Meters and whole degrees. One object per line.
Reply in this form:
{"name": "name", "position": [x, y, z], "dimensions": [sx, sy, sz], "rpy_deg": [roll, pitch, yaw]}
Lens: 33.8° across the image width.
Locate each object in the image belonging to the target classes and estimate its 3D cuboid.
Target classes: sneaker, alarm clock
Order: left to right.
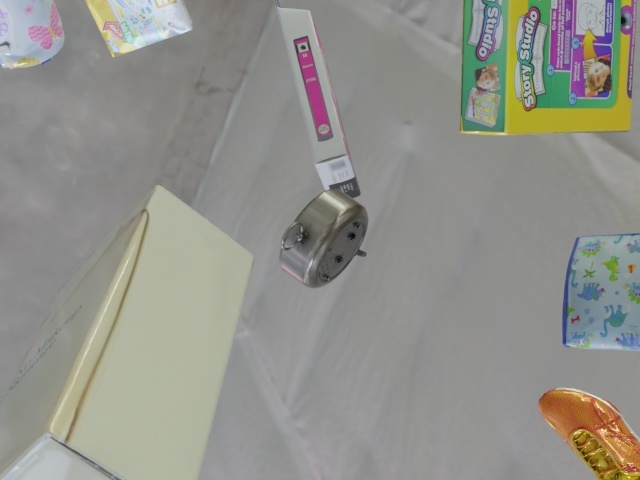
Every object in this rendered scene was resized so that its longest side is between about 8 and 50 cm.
{"name": "alarm clock", "position": [0.000, 0.000, 1.356], "dimensions": [0.064, 0.192, 0.129], "rpy_deg": [36, -77, 25]}
{"name": "sneaker", "position": [0.296, 0.217, 1.077], "dimensions": [0.064, 0.175, 0.067], "rpy_deg": [-55, 170, 28]}

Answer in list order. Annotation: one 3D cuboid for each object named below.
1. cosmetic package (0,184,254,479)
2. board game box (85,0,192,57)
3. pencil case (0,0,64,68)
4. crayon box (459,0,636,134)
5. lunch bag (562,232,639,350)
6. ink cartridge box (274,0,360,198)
{"name": "cosmetic package", "position": [-0.156, 0.109, 0.783], "dimensions": [0.160, 0.113, 0.309], "rpy_deg": [-43, -160, 25]}
{"name": "board game box", "position": [-0.225, -0.299, 1.221], "dimensions": [0.026, 0.103, 0.154], "rpy_deg": [-103, 172, -53]}
{"name": "pencil case", "position": [-0.477, -0.383, 1.572], "dimensions": [0.113, 0.124, 0.273], "rpy_deg": [46, -20, 30]}
{"name": "crayon box", "position": [0.364, -0.350, 1.661], "dimensions": [0.106, 0.313, 0.363], "rpy_deg": [10, -78, 51]}
{"name": "lunch bag", "position": [0.387, 0.066, 1.356], "dimensions": [0.128, 0.096, 0.151], "rpy_deg": [-3, -97, 41]}
{"name": "ink cartridge box", "position": [-0.010, -0.265, 1.840], "dimensions": [0.176, 0.069, 0.371], "rpy_deg": [63, 10, -68]}
